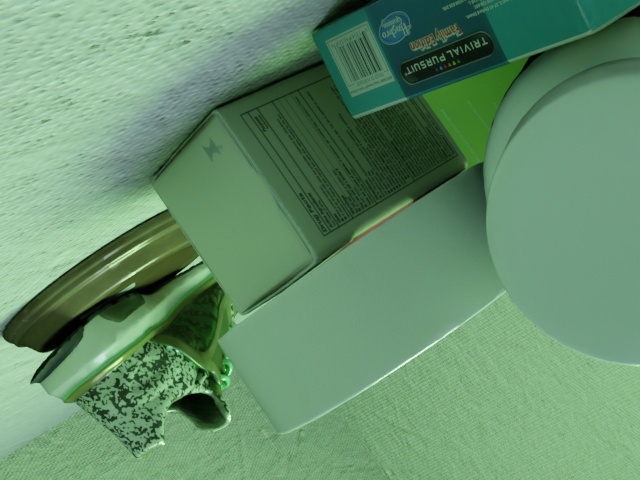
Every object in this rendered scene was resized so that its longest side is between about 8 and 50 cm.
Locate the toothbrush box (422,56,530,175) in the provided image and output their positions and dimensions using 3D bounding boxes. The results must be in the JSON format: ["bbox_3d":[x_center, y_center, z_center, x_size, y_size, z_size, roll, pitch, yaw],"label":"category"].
[{"bbox_3d":[0.172,-0.139,1.110,0.283,0.206,0.122,-38,176,24],"label":"toothbrush box"}]

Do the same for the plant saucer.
[{"bbox_3d":[-0.225,0.045,1.190,0.278,0.041,0.278,-34,176,-3],"label":"plant saucer"}]

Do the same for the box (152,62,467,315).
[{"bbox_3d":[-0.005,-0.060,0.948,0.232,0.148,0.127,-31,175,-43],"label":"box"}]

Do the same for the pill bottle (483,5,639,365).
[{"bbox_3d":[0.246,-0.071,0.814,0.224,0.224,0.392,-37,-175,25],"label":"pill bottle"}]

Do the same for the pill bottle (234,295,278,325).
[{"bbox_3d":[0.013,0.024,1.788,0.361,0.204,0.204,-35,176,8],"label":"pill bottle"}]

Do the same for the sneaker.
[{"bbox_3d":[-0.166,0.146,1.266,0.158,0.182,0.410,-37,176,27],"label":"sneaker"}]

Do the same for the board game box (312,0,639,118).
[{"bbox_3d":[0.196,-0.217,0.808,0.336,0.079,0.254,-33,-168,-31],"label":"board game box"}]

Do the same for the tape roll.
[{"bbox_3d":[0.052,0.050,0.926,0.286,0.100,0.286,-34,178,-2],"label":"tape roll"}]
